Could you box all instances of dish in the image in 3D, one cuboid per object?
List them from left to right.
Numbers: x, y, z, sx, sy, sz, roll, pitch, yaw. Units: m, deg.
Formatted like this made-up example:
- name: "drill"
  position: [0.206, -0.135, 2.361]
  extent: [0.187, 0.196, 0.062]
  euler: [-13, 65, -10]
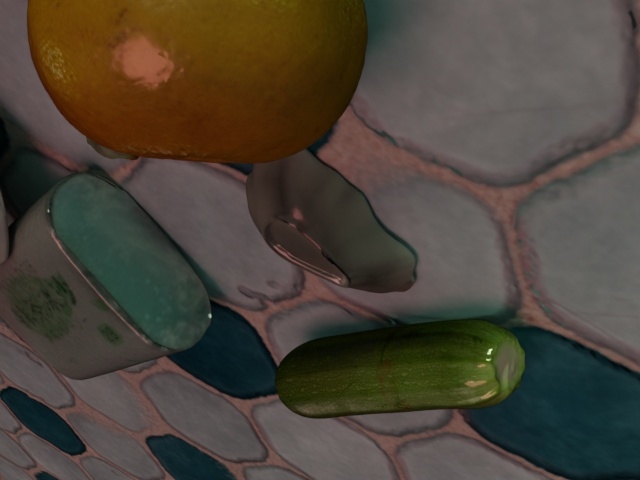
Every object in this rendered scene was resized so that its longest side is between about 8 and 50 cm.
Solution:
- name: "dish"
  position: [0.000, 0.000, 0.549]
  extent: [0.137, 0.039, 0.091]
  euler: [38, 145, -1]

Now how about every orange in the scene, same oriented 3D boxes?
- name: "orange"
  position: [-0.057, -0.105, 0.392]
  extent: [0.159, 0.159, 0.136]
  euler: [2, 92, 39]

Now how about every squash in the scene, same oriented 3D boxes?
- name: "squash"
  position: [0.048, 0.096, 0.598]
  extent: [0.229, 0.066, 0.066]
  euler: [-15, 121, 49]

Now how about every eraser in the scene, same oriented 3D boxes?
- name: "eraser"
  position: [-0.216, 0.043, 0.748]
  extent: [0.174, 0.081, 0.227]
  euler: [49, 145, -14]

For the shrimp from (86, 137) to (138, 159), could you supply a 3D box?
- name: "shrimp"
  position: [-0.177, -0.130, 0.543]
  extent: [0.166, 0.049, 0.161]
  euler: [26, 141, 17]

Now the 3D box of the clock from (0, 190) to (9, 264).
- name: "clock"
  position: [-0.348, -0.046, 0.706]
  extent: [0.197, 0.068, 0.196]
  euler: [25, 126, 38]
